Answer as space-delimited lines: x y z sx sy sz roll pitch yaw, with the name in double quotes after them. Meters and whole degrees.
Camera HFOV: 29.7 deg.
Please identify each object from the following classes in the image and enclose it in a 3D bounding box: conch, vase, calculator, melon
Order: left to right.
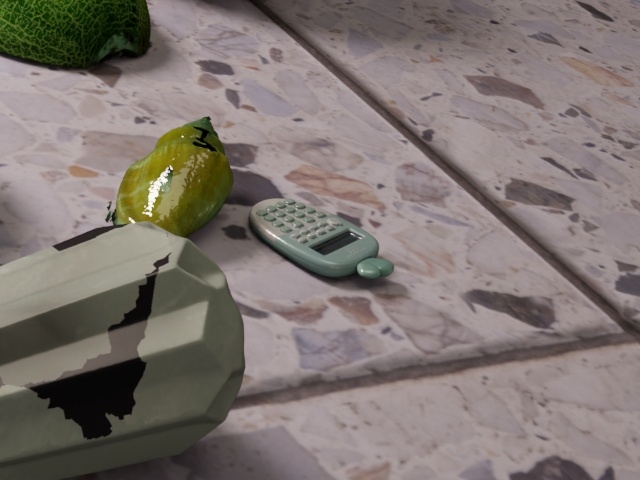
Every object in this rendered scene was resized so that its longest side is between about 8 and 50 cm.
-0.223 0.093 0.735 0.360 0.165 0.165 -15 42 -38 "vase"
-0.282 -0.290 1.384 0.169 0.129 0.265 33 31 20 "melon"
-0.133 -0.050 1.110 0.095 0.079 0.201 8 33 22 "conch"
0.000 0.000 1.139 0.153 0.021 0.095 31 32 24 "calculator"
